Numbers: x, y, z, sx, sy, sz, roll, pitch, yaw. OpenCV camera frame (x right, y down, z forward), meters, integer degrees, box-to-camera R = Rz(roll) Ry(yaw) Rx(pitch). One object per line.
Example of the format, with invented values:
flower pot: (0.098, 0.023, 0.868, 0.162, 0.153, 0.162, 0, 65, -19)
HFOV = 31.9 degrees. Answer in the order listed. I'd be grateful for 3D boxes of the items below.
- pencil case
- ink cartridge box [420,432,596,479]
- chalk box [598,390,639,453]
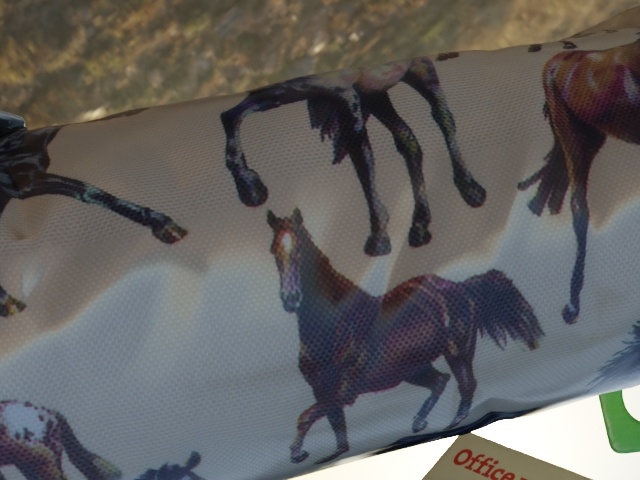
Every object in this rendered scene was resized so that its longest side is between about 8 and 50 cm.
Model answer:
pencil case: (0.000, 0.000, 0.462, 0.410, 0.183, 0.160, -12, 163, -10)
ink cartridge box: (0.081, 0.221, 0.624, 0.208, 0.087, 0.153, -46, -156, -19)
chalk box: (0.282, 0.083, 0.699, 0.213, 0.132, 0.132, -11, 171, 4)
